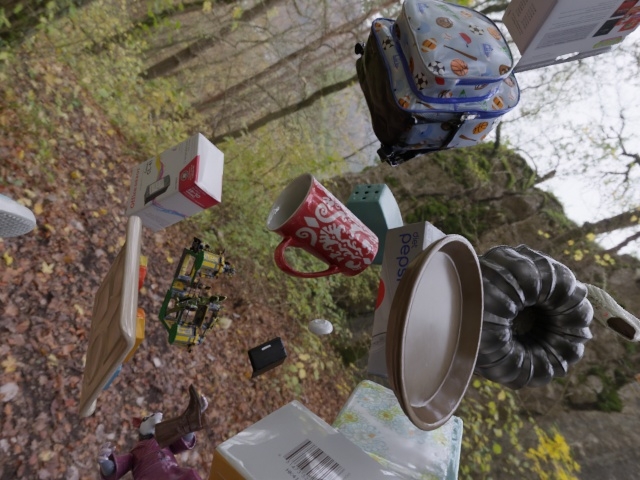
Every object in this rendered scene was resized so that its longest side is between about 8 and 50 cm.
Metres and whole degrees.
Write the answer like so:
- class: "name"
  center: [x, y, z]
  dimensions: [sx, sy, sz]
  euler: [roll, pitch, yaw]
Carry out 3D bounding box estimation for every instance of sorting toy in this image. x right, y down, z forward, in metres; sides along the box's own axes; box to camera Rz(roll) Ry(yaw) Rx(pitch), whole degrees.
- class: "sorting toy"
  center: [-0.271, 0.100, 0.541]
  dimensions: [0.038, 0.208, 0.193]
  euler: [15, 39, -33]

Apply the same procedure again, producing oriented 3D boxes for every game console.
- class: "game console"
  center: [-0.178, 0.382, 1.325]
  dimensions: [0.071, 0.122, 0.107]
  euler: [-14, -86, 60]

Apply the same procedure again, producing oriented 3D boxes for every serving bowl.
- class: "serving bowl"
  center: [0.000, 0.283, 1.355]
  dimensions: [0.083, 0.083, 0.027]
  euler: [-79, 173, -76]

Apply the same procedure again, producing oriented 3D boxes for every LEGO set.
- class: "LEGO set"
  center: [-0.344, 0.173, 1.250]
  dimensions: [0.192, 0.255, 0.331]
  euler: [21, 79, -35]

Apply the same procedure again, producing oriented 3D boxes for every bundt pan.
- class: "bundt pan"
  center: [0.442, 0.179, 0.888]
  dimensions: [0.124, 0.330, 0.331]
  euler: [-129, -166, -80]

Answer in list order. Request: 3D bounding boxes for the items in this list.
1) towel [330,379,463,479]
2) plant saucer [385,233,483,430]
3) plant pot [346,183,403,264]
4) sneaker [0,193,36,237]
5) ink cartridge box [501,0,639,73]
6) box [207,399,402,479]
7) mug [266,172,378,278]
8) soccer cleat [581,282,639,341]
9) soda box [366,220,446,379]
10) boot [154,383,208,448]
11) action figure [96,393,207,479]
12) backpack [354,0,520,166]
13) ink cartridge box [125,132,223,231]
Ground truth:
- class: "towel"
  center: [0.197, 0.523, 1.057]
  dimensions: [0.374, 0.320, 0.090]
  euler: [-18, 121, -66]
- class: "plant saucer"
  center: [0.172, 0.128, 0.591]
  dimensions: [0.278, 0.041, 0.278]
  euler: [-7, 99, -50]
- class: "plant pot"
  center: [0.172, -0.061, 1.344]
  dimensions: [0.166, 0.165, 0.234]
  euler: [-63, 145, -45]
- class: "sneaker"
  center: [-0.744, -0.118, 0.784]
  dimensions: [0.366, 0.135, 0.150]
  euler: [33, 37, -59]
- class: "ink cartridge box"
  center: [0.611, -0.552, 0.942]
  dimensions: [0.272, 0.309, 0.130]
  euler: [94, -18, -72]
- class: "box"
  center: [-0.049, 0.454, 0.572]
  dimensions: [0.168, 0.215, 0.345]
  euler: [-7, 116, -53]
- class: "mug"
  center: [-0.002, -0.005, 0.685]
  dimensions: [0.169, 0.150, 0.113]
  euler: [36, 3, -27]
- class: "soccer cleat"
  center: [0.730, 0.180, 1.042]
  dimensions: [0.196, 0.076, 0.068]
  euler: [46, -50, 38]
- class: "soda box"
  center: [0.168, 0.114, 0.756]
  dimensions: [0.091, 0.098, 0.286]
  euler: [29, 63, -36]
- class: "boot"
  center: [-0.320, 0.389, 0.901]
  dimensions: [0.037, 0.114, 0.106]
  euler: [125, -55, -69]
- class: "action figure"
  center: [-0.365, 0.547, 0.938]
  dimensions: [0.370, 0.248, 0.276]
  euler: [33, -54, 55]
- class: "backpack"
  center: [0.221, -0.293, 0.740]
  dimensions: [0.213, 0.263, 0.277]
  euler: [136, -51, -60]
- class: "ink cartridge box"
  center: [-0.486, -0.190, 1.365]
  dimensions: [0.131, 0.306, 0.226]
  euler: [43, 33, -52]
